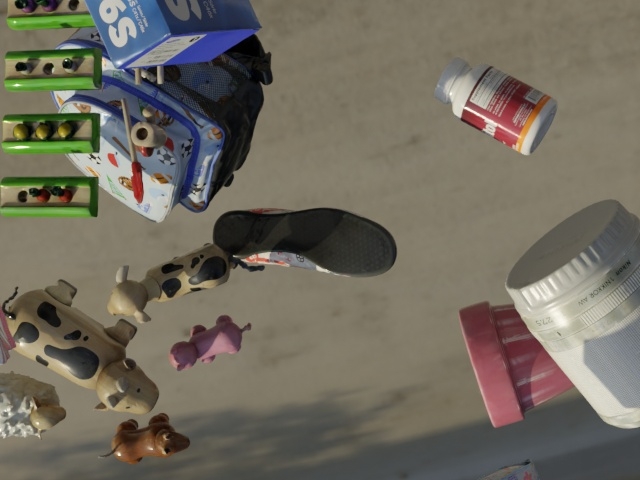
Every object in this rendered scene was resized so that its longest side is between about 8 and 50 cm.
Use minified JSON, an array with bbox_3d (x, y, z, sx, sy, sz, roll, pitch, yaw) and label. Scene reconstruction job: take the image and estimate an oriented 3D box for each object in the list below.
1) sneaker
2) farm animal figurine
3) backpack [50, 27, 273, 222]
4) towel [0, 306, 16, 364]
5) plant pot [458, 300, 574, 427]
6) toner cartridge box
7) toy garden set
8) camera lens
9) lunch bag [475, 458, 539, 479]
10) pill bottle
[{"bbox_3d":[-0.001,-0.001,1.974,0.270,0.090,0.145,5,-179,24],"label":"sneaker"},{"bbox_3d":[-0.269,0.138,1.865,0.327,0.330,0.172,15,-172,2],"label":"farm animal figurine"},{"bbox_3d":[-0.226,-0.172,1.838,0.213,0.263,0.276,-45,169,-35],"label":"backpack"},{"bbox_3d":[-0.370,0.064,1.620,0.029,0.144,0.197,-8,-179,-12],"label":"towel"},{"bbox_3d":[0.333,0.179,2.273,0.180,0.201,0.201,-18,153,8],"label":"plant pot"},{"bbox_3d":[-0.191,-0.336,1.346,0.075,0.347,0.165,-26,177,28],"label":"toner cartridge box"},{"bbox_3d":[-0.243,-0.147,1.479,0.204,0.244,0.049,1,178,19],"label":"toy garden set"},{"bbox_3d":[0.420,0.108,2.000,0.219,0.274,0.219,-39,-171,7],"label":"camera lens"},{"bbox_3d":[0.205,0.278,1.520,0.083,0.071,0.053,-17,179,-39],"label":"lunch bag"},{"bbox_3d":[0.234,-0.184,1.913,0.152,0.086,0.086,30,157,15],"label":"pill bottle"}]
